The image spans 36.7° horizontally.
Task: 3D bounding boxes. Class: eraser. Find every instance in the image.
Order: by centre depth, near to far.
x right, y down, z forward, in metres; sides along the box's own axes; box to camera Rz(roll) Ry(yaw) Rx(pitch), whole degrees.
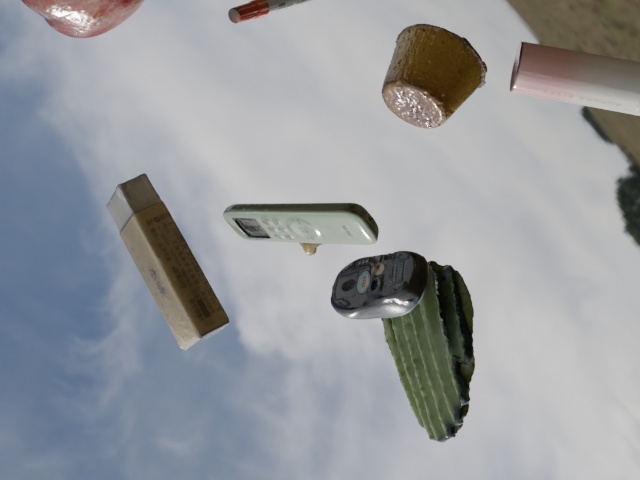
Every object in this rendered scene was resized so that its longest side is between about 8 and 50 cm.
[{"bbox_3d":[-0.307,0.045,1.918,0.078,0.144,0.343,-28,-95,-28],"label":"eraser"}]

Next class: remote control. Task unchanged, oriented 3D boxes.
[{"bbox_3d":[-0.037,-0.031,1.622,0.090,0.310,0.038,50,-125,-40],"label":"remote control"}]

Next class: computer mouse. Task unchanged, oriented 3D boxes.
[{"bbox_3d":[0.132,0.102,2.034,0.096,0.233,0.137,38,-129,-44],"label":"computer mouse"}]

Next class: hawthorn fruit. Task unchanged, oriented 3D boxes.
[{"bbox_3d":[-0.456,-0.528,1.823,0.284,0.284,0.284,42,-161,-18],"label":"hawthorn fruit"}]

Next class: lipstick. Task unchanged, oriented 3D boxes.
[{"bbox_3d":[0.484,-0.259,1.598,0.327,0.087,0.087,11,-161,4],"label":"lipstick"}]

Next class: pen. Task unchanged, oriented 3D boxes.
[{"bbox_3d":[-0.052,-0.370,1.485,0.239,0.028,0.028,-30,-102,-43],"label":"pen"}]

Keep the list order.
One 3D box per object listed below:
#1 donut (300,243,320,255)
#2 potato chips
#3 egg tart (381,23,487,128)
[{"bbox_3d":[0.000,0.000,2.095,0.083,0.067,0.038,-6,-125,-13],"label":"donut"},{"bbox_3d":[0.249,0.249,2.218,0.070,0.358,0.429,-9,-101,-27],"label":"potato chips"},{"bbox_3d":[0.234,-0.343,2.055,0.215,0.170,0.215,25,159,10],"label":"egg tart"}]
